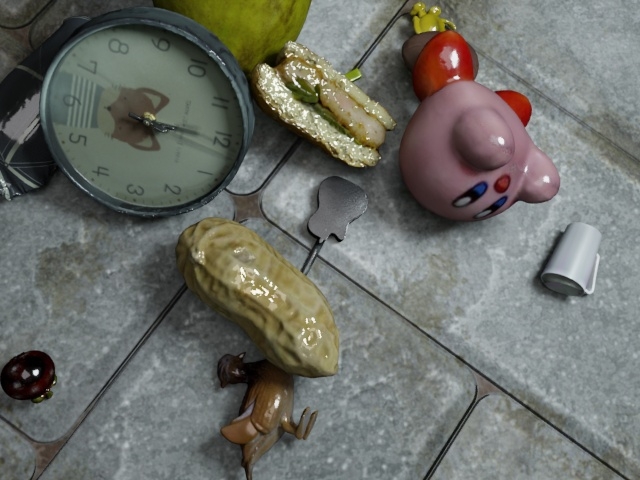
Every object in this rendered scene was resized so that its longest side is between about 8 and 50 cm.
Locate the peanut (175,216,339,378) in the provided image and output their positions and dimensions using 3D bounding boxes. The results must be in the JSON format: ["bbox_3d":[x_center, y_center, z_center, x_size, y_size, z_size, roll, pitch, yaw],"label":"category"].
[{"bbox_3d":[-0.090,0.087,1.068,0.325,0.153,0.140,42,87,16],"label":"peanut"}]

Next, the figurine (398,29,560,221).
[{"bbox_3d":[0.234,-0.149,1.137,0.270,0.211,0.261,27,39,-37],"label":"figurine"}]

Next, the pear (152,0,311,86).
[{"bbox_3d":[-0.144,-0.406,1.120,0.287,0.287,0.375,4,97,-5],"label":"pear"}]

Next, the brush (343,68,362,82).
[{"bbox_3d":[0.034,-0.281,1.236,0.083,0.021,0.018,-28,83,-17],"label":"brush"}]

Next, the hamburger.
[{"bbox_3d":[-0.012,-0.216,1.144,0.262,0.131,0.124,34,75,-30],"label":"hamburger"}]

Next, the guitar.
[{"bbox_3d":[0.000,0.000,1.168,0.088,0.025,0.233,28,76,0],"label":"guitar"}]

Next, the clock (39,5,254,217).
[{"bbox_3d":[-0.265,-0.188,1.064,0.325,0.067,0.325,-1,118,-1],"label":"clock"}]

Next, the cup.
[{"bbox_3d":[0.442,0.041,1.188,0.104,0.074,0.116,37,70,-21],"label":"cup"}]

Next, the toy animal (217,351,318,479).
[{"bbox_3d":[-0.105,0.270,1.073,0.179,0.089,0.188,22,75,16],"label":"toy animal"}]

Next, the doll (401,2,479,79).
[{"bbox_3d":[0.215,-0.338,1.240,0.145,0.096,0.188,25,50,-15],"label":"doll"}]

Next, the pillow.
[{"bbox_3d":[-0.446,-0.221,1.138,0.161,0.092,0.335,39,77,-1],"label":"pillow"}]

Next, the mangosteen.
[{"bbox_3d":[-0.441,0.207,1.049,0.081,0.081,0.081,1,77,-6],"label":"mangosteen"}]
